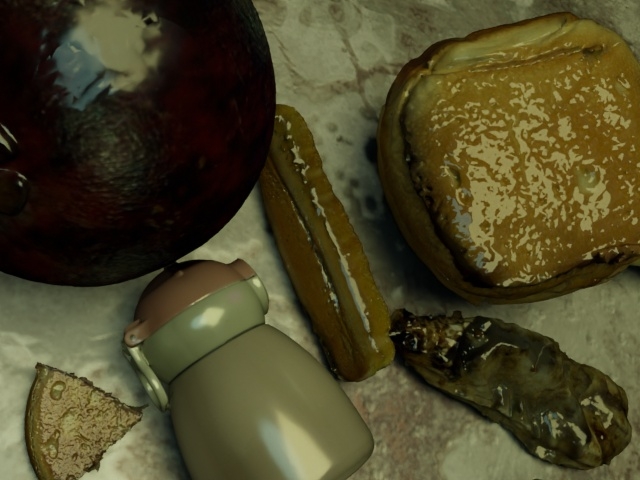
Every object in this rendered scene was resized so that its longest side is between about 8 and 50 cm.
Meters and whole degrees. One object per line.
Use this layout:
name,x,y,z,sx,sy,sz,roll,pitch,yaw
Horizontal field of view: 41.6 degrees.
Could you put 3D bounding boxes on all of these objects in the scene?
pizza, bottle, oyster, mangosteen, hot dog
pizza,-0.209,0.163,0.700,0.100,0.029,0.099,26,70,-15
bottle,-0.074,0.120,0.723,0.148,0.147,0.236,-28,79,-33
oyster,0.212,0.154,0.907,0.345,0.079,0.128,27,70,-21
mangosteen,-0.175,-0.132,0.672,0.306,0.306,0.359,42,38,-9
hot dog,0.001,-0.001,0.842,0.068,0.083,0.288,-11,77,-50

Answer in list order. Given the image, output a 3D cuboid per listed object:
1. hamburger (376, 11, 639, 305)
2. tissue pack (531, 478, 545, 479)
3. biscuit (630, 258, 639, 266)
hamburger,0.215,-0.079,0.892,0.305,0.174,0.284,-13,74,-8
tissue pack,0.248,0.371,0.774,0.159,0.136,0.246,44,61,-25
biscuit,0.394,-0.055,1.063,0.274,0.091,0.213,8,71,-23
